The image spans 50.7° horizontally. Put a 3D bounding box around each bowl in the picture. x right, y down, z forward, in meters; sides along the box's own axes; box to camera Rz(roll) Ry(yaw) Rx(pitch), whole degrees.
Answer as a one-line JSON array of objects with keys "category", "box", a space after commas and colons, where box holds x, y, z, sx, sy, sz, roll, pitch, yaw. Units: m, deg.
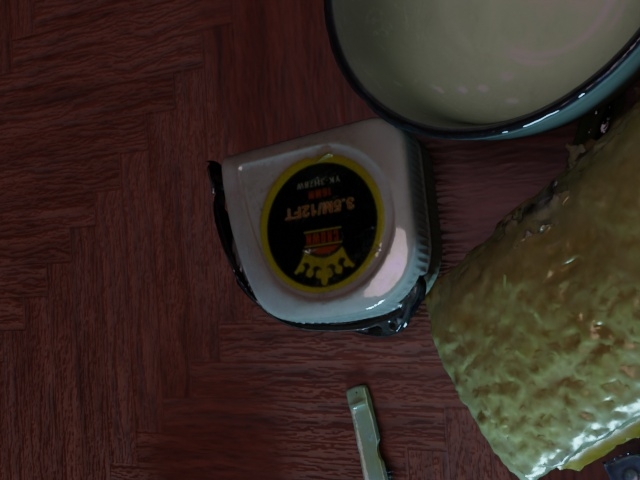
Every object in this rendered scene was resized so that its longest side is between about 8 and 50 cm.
[{"category": "bowl", "box": [0.193, -0.253, 0.638, 0.354, 0.185, 0.353, -5, 81, 39]}]

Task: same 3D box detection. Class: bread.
[{"category": "bread", "box": [0.269, 0.022, 0.581, 0.375, 0.165, 0.236, -49, 53, 36]}]

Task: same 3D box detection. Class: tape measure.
[{"category": "tape measure", "box": [0.000, 0.000, 0.779, 0.271, 0.133, 0.231, -8, 79, 25]}]

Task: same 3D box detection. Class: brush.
[{"category": "brush", "box": [0.066, 0.261, 0.803, 0.033, 0.030, 0.178, -24, 70, 38]}]

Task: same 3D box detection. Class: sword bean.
[{"category": "sword bean", "box": [0.303, -0.214, 0.694, 0.043, 0.038, 0.269, 9, 94, -2]}]

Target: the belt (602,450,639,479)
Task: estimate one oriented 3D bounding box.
[{"category": "belt", "box": [0.384, 0.213, 0.589, 0.218, 0.122, 0.128, -39, 53, 28]}]
